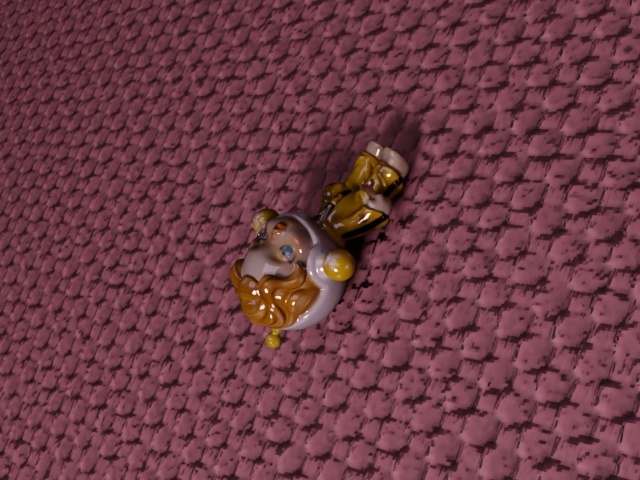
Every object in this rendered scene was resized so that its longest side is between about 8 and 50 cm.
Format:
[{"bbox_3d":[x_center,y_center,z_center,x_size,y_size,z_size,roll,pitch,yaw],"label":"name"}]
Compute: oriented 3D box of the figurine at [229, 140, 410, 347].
[{"bbox_3d":[-0.002,-0.002,0.765,0.101,0.068,0.143,-2,54,42],"label":"figurine"}]
